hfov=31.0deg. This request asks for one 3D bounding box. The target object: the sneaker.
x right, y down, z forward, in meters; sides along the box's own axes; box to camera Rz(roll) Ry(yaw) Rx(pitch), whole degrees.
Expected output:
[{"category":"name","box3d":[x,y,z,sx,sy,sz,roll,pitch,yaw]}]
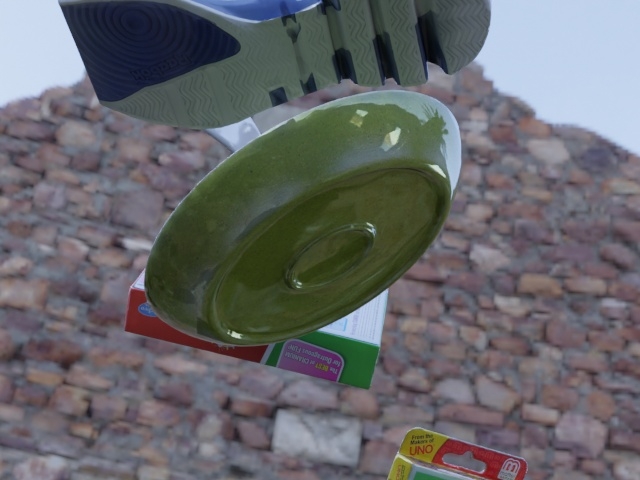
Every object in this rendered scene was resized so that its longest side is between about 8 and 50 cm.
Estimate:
[{"category":"sneaker","box3d":[-0.031,-0.198,0.910,0.315,0.182,0.127,-6,-48,5]}]

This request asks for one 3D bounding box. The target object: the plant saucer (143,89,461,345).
[{"category":"plant saucer","box3d":[0.000,0.000,0.772,0.241,0.037,0.241,-25,-28,-15]}]

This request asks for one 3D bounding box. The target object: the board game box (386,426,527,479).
[{"category":"board game box","box3d":[0.077,0.281,0.894,0.124,0.259,0.039,20,-2,-26]}]

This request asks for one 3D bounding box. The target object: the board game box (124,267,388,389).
[{"category":"board game box","box3d":[-0.073,0.081,1.528,0.316,0.242,0.064,13,-70,3]}]

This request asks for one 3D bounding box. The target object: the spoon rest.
[{"category":"spoon rest","box3d":[-0.113,-0.048,1.317,0.084,0.137,0.276,37,-31,9]}]
